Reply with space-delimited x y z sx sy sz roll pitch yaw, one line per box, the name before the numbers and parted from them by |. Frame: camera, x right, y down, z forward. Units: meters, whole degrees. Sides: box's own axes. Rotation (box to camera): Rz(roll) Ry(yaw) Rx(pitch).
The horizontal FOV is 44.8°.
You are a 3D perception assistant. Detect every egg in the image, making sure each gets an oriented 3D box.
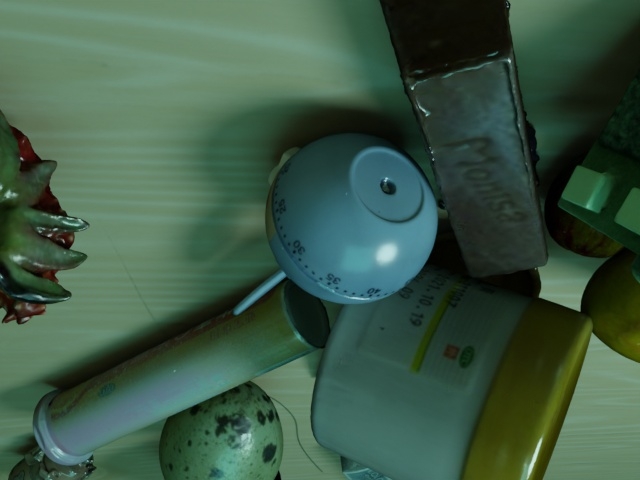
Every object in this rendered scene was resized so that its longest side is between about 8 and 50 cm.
egg | -0.138 0.285 1.104 0.177 0.177 0.228 3 132 -15

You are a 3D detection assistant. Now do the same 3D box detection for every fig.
fig | 0.291 -0.051 0.780 0.109 0.103 0.154 -28 149 -41

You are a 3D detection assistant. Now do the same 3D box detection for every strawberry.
strawberry | -0.342 -0.039 0.674 0.306 0.137 0.233 -3 134 40

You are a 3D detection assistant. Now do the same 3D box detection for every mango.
mango | 0.455 0.058 0.873 0.365 0.182 0.253 3 155 -21

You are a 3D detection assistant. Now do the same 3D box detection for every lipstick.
lipstick | 0.110 0.439 1.455 0.078 0.076 0.289 -15 145 13

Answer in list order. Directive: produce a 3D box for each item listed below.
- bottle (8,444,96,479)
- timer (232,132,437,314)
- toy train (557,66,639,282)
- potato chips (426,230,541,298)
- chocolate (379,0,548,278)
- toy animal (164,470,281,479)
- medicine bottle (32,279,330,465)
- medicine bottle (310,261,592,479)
bottle | -0.422 0.361 1.234 0.099 0.098 0.152 24 130 -37
timer | -0.003 -0.018 0.753 0.175 0.175 0.255 22 164 -36
toy train | 0.339 -0.077 0.648 0.188 0.159 0.271 19 106 -32
potato chips | 0.185 0.044 0.927 0.150 0.049 0.201 6 149 12
chocolate | 0.143 -0.082 0.693 0.112 0.111 0.321 -13 145 12
toy animal | -0.172 0.408 1.288 0.204 0.155 0.208 -16 154 14
medicine bottle | -0.185 0.173 1.003 0.426 0.108 0.108 -27 141 23
medicine bottle | 0.141 0.153 0.830 0.232 0.237 0.238 20 152 22
